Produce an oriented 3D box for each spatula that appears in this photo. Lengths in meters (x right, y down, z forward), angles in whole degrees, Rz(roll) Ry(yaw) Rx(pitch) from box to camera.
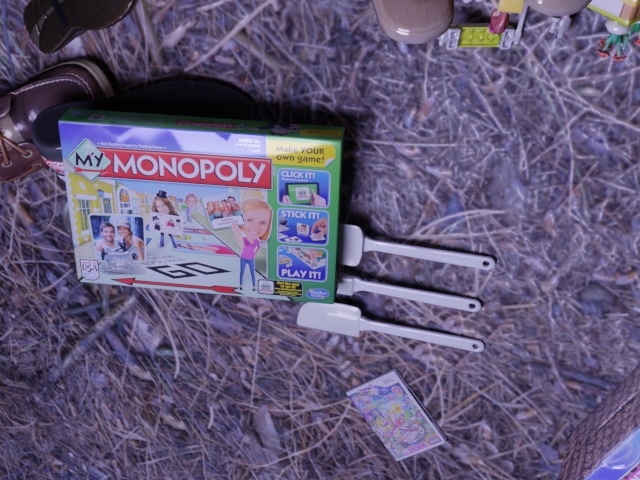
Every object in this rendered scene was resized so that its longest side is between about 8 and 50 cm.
[{"bbox_3d":[0.087,0.060,1.064,0.242,0.019,0.168,10,119,13],"label":"spatula"}]

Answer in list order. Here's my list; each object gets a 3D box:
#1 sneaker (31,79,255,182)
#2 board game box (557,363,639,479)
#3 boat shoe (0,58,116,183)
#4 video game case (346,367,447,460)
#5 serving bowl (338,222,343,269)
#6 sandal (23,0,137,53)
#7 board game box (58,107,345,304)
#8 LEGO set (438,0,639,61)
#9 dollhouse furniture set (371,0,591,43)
[{"bbox_3d":[-0.211,-0.121,1.099,0.270,0.090,0.145,-7,156,-1],"label":"sneaker"},{"bbox_3d":[0.448,0.269,0.944,0.291,0.141,0.232,36,124,5],"label":"board game box"},{"bbox_3d":[-0.418,-0.133,1.161,0.342,0.123,0.123,-17,107,30],"label":"boat shoe"},{"bbox_3d":[0.102,0.236,1.170,0.087,0.011,0.122,-31,99,34],"label":"video game case"},{"bbox_3d":[0.000,0.000,1.086,0.083,0.027,0.083,7,119,13],"label":"serving bowl"},{"bbox_3d":[-0.289,-0.289,1.067,0.219,0.060,0.090,-17,101,46],"label":"sandal"},{"bbox_3d":[-0.135,-0.038,1.014,0.317,0.046,0.213,4,120,5],"label":"board game box"},{"bbox_3d":[0.215,-0.209,0.834,0.287,0.132,0.107,12,131,6],"label":"LEGO set"},{"bbox_3d":[0.224,-0.283,0.591,0.394,0.256,0.362,-12,157,-3],"label":"dollhouse furniture set"}]
